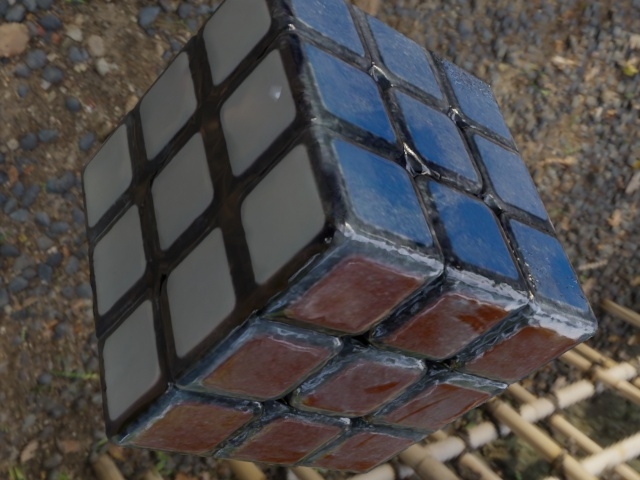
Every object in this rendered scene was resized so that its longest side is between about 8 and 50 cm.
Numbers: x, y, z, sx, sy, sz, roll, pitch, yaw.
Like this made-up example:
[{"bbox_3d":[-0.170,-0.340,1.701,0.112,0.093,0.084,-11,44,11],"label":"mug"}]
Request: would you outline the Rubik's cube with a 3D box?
[{"bbox_3d":[0.000,0.000,0.793,0.305,0.301,0.303,22,131,-39],"label":"Rubik's cube"}]
